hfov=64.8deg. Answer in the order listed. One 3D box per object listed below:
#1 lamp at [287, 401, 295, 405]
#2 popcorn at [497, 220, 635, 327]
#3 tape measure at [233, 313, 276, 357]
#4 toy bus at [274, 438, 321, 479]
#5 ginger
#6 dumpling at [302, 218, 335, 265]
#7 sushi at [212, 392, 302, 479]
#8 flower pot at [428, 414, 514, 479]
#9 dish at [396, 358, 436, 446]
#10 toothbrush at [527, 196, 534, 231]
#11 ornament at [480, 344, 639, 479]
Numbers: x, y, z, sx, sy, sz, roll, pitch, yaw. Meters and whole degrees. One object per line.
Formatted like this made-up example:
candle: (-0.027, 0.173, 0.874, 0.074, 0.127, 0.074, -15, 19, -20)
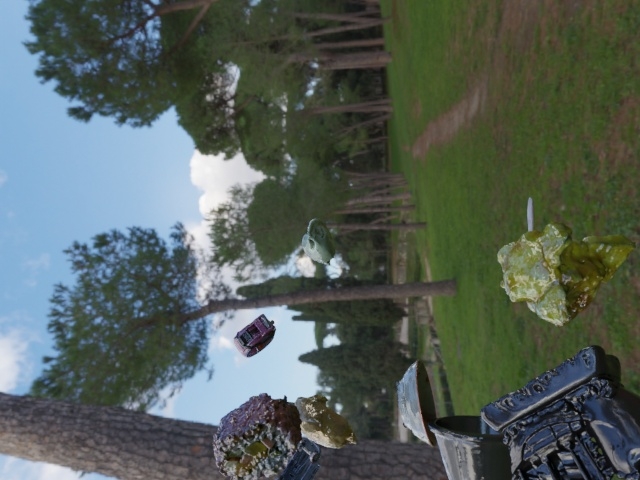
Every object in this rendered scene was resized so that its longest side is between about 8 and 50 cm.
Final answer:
lamp: (-0.171, 0.739, 2.119, 0.121, 0.214, 0.121, 5, 95, 63)
popcorn: (0.678, 0.067, 1.457, 0.321, 0.290, 0.326, -49, -48, -6)
tape measure: (-0.181, 0.268, 1.417, 0.074, 0.125, 0.118, 50, 163, 20)
toy bus: (-0.056, 0.651, 1.423, 0.167, 0.073, 0.076, -53, -49, -13)
ginger: (0.007, 0.631, 1.748, 0.152, 0.267, 0.138, -38, -30, -22)
dumpling: (-0.012, 0.009, 1.870, 0.219, 0.108, 0.153, 62, -173, -48)
sushi: (-0.187, 0.599, 1.524, 0.237, 0.270, 0.171, 57, -171, -24)
flower pot: (0.416, 0.558, 1.309, 0.269, 0.268, 0.166, 38, -127, -79)
dish: (0.293, 0.507, 1.574, 0.260, 0.085, 0.260, -12, -90, -72)
toothbrush: (0.793, -0.023, 1.902, 0.025, 0.029, 0.307, -21, 57, 54)
ornament: (0.375, 0.307, 0.700, 0.106, 0.251, 0.260, 31, -149, -31)
